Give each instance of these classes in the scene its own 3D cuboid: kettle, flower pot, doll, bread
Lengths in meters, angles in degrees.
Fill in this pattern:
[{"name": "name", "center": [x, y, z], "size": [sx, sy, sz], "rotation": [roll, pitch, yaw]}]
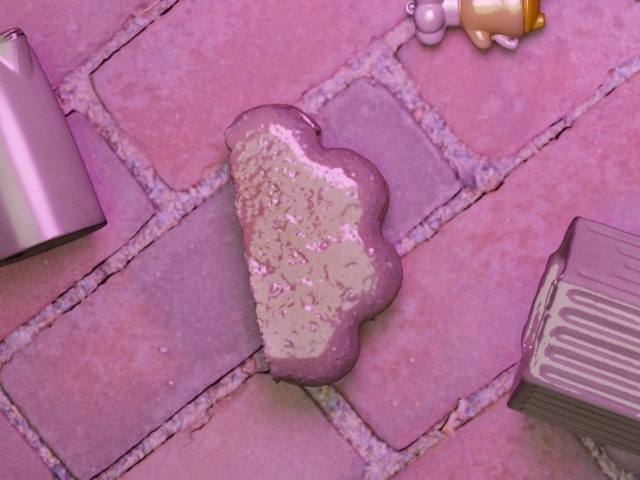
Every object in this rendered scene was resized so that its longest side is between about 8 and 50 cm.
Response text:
[{"name": "kettle", "center": [-0.393, -0.098, 1.952], "size": [0.240, 0.165, 0.255], "rotation": [-22, 91, 36]}, {"name": "flower pot", "center": [0.330, 0.110, 1.849], "size": [0.189, 0.239, 0.209], "rotation": [19, 126, 4]}, {"name": "doll", "center": [0.179, -0.273, 1.911], "size": [0.162, 0.062, 0.106], "rotation": [0, 90, 6]}, {"name": "bread", "center": [-0.002, 0.000, 1.937], "size": [0.183, 0.102, 0.337], "rotation": [-10, 91, 3]}]
